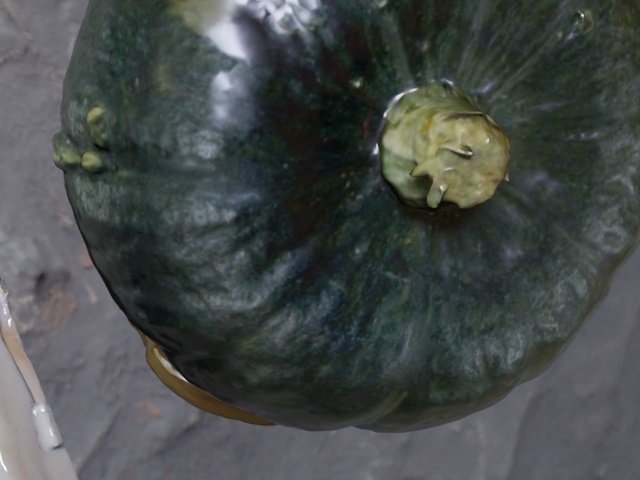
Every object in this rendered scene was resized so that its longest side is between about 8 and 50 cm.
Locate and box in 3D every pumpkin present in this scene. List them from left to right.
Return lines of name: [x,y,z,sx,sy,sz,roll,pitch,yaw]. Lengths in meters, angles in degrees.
pumpkin: [0.019,-0.038,0.430,0.212,0.152,0.211,-7,102,-35]

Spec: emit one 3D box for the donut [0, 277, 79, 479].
donut: [-0.249,0.151,0.882,0.142,0.382,0.382,-22,129,-15]

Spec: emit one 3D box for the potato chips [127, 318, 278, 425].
potato chips: [0.000,-0.001,0.621,0.062,0.195,0.208,90,20,-66]
